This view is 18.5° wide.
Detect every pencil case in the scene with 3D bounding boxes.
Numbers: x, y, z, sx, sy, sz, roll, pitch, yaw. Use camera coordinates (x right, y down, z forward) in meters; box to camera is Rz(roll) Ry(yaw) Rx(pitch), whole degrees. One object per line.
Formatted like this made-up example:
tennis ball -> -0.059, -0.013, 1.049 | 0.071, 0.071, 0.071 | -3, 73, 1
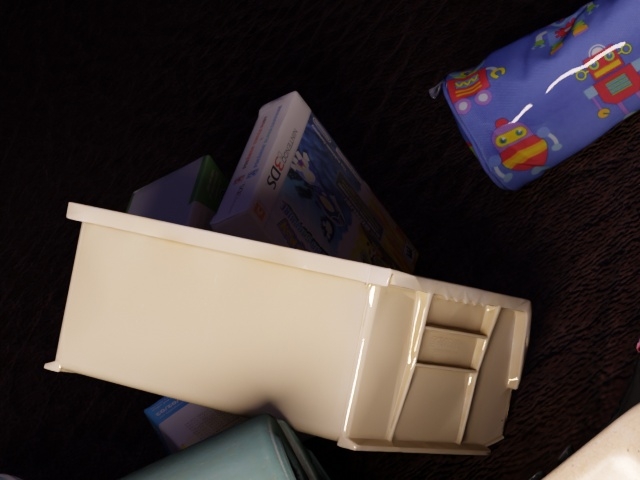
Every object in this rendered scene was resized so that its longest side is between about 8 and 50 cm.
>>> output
pencil case -> 0.254, -0.167, 1.742 | 0.306, 0.119, 0.133 | -33, 21, 15

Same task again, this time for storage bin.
storage bin -> -0.016, 0.068, 1.430 | 0.262, 0.260, 0.123 | 11, 89, 29

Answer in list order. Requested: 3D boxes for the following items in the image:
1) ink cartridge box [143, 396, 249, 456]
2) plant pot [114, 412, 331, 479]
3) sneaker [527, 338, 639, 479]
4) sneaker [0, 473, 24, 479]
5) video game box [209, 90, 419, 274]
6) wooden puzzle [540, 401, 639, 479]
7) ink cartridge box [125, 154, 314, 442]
ink cartridge box -> -0.063, 0.188, 1.547 | 0.062, 0.104, 0.181 | -33, 28, -14
plant pot -> -0.111, 0.294, 1.210 | 0.334, 0.341, 0.341 | -29, 23, 3
sneaker -> 0.203, 0.127, 1.284 | 0.147, 0.104, 0.295 | -23, 31, 22
sneaker -> -0.296, 0.297, 1.471 | 0.127, 0.208, 0.319 | -25, 51, 29
video game box -> 0.000, 0.000, 1.705 | 0.048, 0.205, 0.187 | -23, 28, 31
wooden puzzle -> 0.133, 0.294, 0.895 | 0.348, 0.322, 0.080 | -38, -13, -3
ink cartridge box -> -0.083, 0.063, 1.698 | 0.093, 0.219, 0.160 | -26, 27, 22
